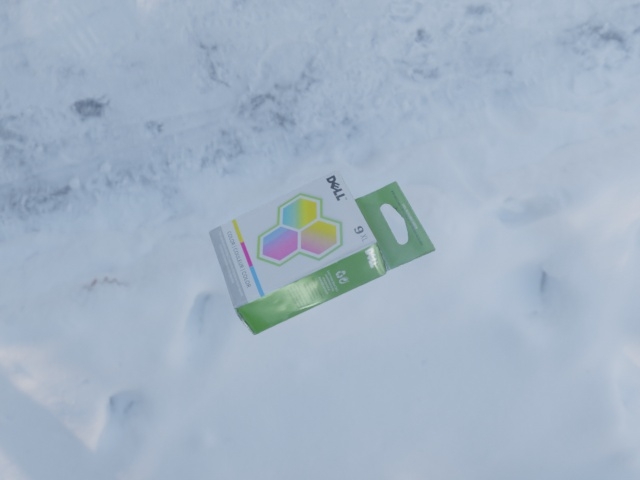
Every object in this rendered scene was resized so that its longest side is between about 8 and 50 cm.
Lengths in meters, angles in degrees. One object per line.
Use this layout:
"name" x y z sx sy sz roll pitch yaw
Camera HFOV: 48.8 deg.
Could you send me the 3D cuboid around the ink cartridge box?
"ink cartridge box" 0.000 0.000 0.730 0.209 0.109 0.062 -25 142 0
